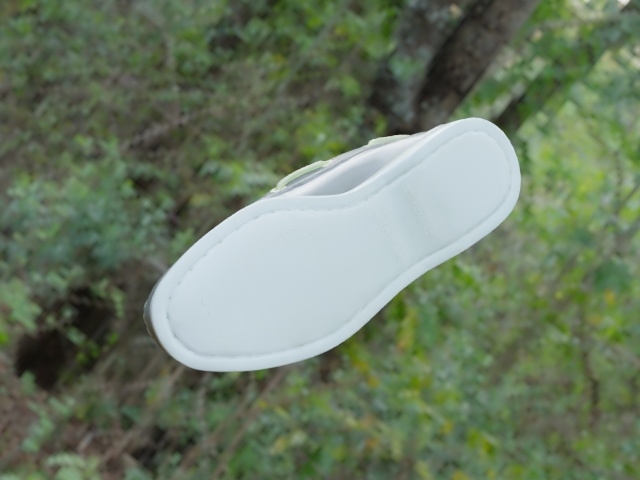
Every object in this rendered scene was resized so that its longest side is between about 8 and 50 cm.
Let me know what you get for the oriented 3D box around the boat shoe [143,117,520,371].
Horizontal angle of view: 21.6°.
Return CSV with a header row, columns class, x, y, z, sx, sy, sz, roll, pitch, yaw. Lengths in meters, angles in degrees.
class,x,y,z,sx,sy,sz,roll,pitch,yaw
boat shoe,0.002,0.004,1.149,0.091,0.305,0.109,-5,-70,58
